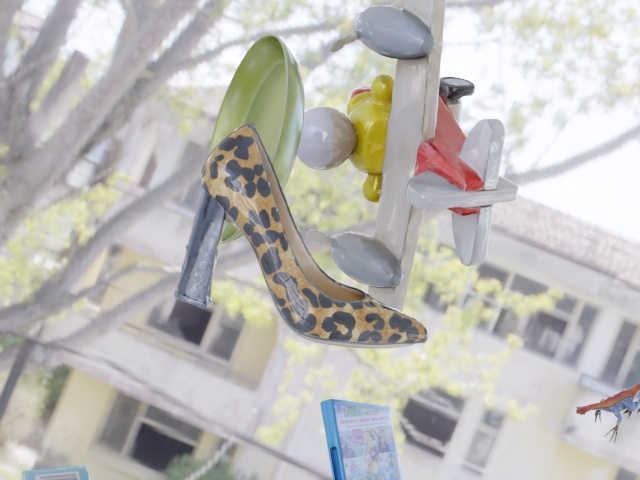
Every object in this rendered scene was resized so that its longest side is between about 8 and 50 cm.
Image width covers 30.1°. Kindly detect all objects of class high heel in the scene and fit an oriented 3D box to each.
[{"bbox_3d":[0.000,0.000,1.168,0.261,0.186,0.093,15,7,-4],"label":"high heel"}]

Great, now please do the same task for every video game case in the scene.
[{"bbox_3d":[0.047,0.234,1.113,0.015,0.166,0.119,-19,-19,28],"label":"video game case"}]

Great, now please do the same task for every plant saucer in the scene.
[{"bbox_3d":[-0.071,-0.109,1.324,0.037,0.241,0.241,13,3,-23],"label":"plant saucer"}]

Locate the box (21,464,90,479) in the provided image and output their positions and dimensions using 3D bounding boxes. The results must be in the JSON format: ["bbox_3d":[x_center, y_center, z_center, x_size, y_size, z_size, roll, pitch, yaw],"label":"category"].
[{"bbox_3d":[-0.230,0.333,1.054,0.060,0.244,0.100,-2,9,-17],"label":"box"}]

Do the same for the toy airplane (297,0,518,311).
[{"bbox_3d":[0.098,-0.116,1.585,0.272,0.386,0.384,4,-22,-8],"label":"toy airplane"}]

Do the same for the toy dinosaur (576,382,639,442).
[{"bbox_3d":[0.330,0.184,1.356,0.082,0.090,0.047,21,-9,-31],"label":"toy dinosaur"}]
